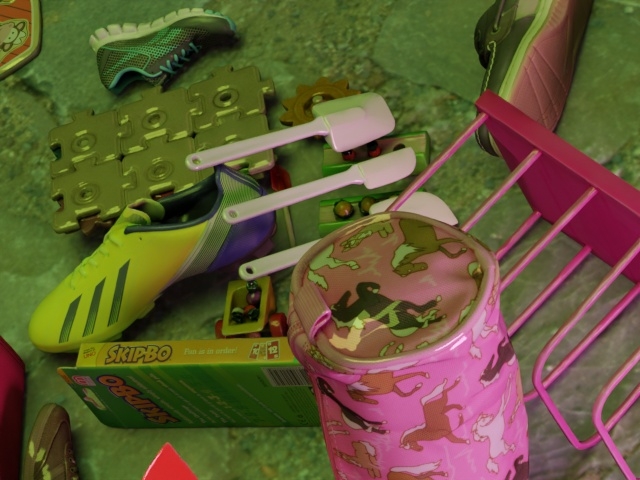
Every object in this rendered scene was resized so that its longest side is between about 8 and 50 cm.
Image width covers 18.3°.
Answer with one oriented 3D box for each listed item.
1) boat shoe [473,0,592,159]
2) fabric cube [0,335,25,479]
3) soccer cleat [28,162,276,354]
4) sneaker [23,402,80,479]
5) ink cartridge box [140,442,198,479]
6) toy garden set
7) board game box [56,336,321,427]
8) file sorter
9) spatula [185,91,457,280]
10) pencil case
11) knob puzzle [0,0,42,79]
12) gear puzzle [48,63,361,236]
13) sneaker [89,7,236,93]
[{"bbox_3d":[0.198,-0.196,1.963,0.092,0.103,0.285,4,57,29],"label":"boat shoe"},{"bbox_3d":[-0.442,0.195,1.859,0.254,0.259,0.258,-11,58,14],"label":"fabric cube"},{"bbox_3d":[-0.179,0.012,1.935,0.289,0.121,0.093,-29,40,17],"label":"soccer cleat"},{"bbox_3d":[-0.247,0.247,1.881,0.071,0.066,0.188,5,65,5],"label":"sneaker"},{"bbox_3d":[-0.123,0.399,1.573,0.091,0.308,0.385,14,64,28],"label":"ink cartridge box"},{"bbox_3d":[0.000,0.000,1.941,0.203,0.049,0.244,-7,57,17],"label":"toy garden set"},{"bbox_3d":[-0.106,0.134,1.849,0.259,0.124,0.039,-5,56,18],"label":"board game box"},{"bbox_3d":[0.214,0.049,1.737,0.182,0.202,0.290,-46,55,-7],"label":"file sorter"},{"bbox_3d":[-0.004,-0.052,1.889,0.242,0.019,0.168,-18,72,-30],"label":"spatula"},{"bbox_3d":[0.076,0.143,1.608,0.160,0.386,0.167,22,57,26],"label":"pencil case"},{"bbox_3d":[-0.400,-0.242,2.262,0.213,0.030,0.213,-10,56,15],"label":"knob puzzle"},{"bbox_3d":[-0.118,-0.102,2.059,0.338,0.044,0.175,-17,45,6],"label":"gear puzzle"},{"bbox_3d":[-0.167,-0.200,2.136,0.166,0.065,0.076,-12,72,18],"label":"sneaker"}]
